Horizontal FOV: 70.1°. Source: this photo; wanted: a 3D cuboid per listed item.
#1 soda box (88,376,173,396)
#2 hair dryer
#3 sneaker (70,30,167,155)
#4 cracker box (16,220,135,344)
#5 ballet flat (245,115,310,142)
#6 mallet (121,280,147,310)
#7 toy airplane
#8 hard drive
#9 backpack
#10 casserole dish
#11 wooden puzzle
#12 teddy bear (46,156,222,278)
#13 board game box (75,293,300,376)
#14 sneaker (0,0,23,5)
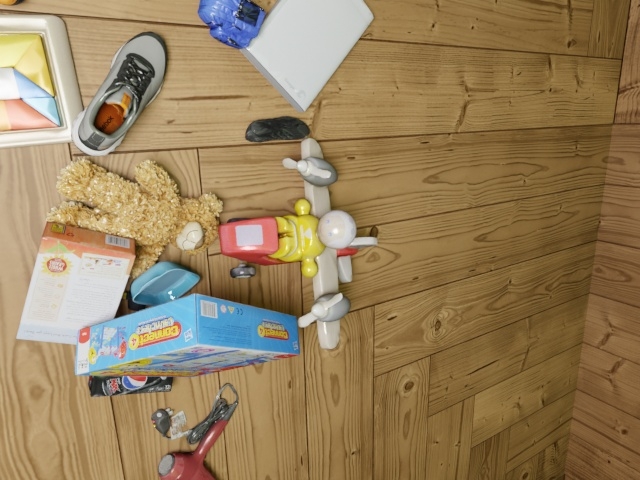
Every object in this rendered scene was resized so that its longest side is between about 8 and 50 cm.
[{"bbox_3d":[-0.418,0.305,1.013,0.169,0.060,0.053,7,97,-34],"label":"soda box"},{"bbox_3d":[-0.292,0.525,1.140,0.223,0.080,0.293,-11,108,-31],"label":"hair dryer"},{"bbox_3d":[-0.362,-0.280,0.862,0.100,0.108,0.271,33,71,-34],"label":"sneaker"},{"bbox_3d":[-0.467,0.091,0.875,0.156,0.067,0.232,15,113,-30],"label":"cracker box"},{"bbox_3d":[-0.101,-0.263,1.091,0.173,0.049,0.057,-9,80,-36],"label":"ballet flat"},{"bbox_3d":[-0.457,0.104,0.955,0.190,0.039,0.062,15,95,-31],"label":"mallet"},{"bbox_3d":[0.000,0.000,1.073,0.386,0.272,0.384,49,55,-18],"label":"toy airplane"},{"bbox_3d":[-0.023,-0.491,1.077,0.203,0.040,0.307,41,79,-33],"label":"hard drive"},{"bbox_3d":[-0.191,-0.461,0.941,0.120,0.098,0.101,17,96,-35],"label":"backpack"},{"bbox_3d":[-0.331,0.090,0.970,0.114,0.188,0.037,-37,75,-2],"label":"casserole dish"},{"bbox_3d":[-0.551,-0.273,0.790,0.239,0.044,0.221,-14,109,-29],"label":"wooden puzzle"},{"bbox_3d":[-0.364,-0.044,0.930,0.338,0.113,0.245,34,85,-34],"label":"teddy bear"},{"bbox_3d":[-0.249,0.203,0.904,0.308,0.302,0.086,27,50,-56],"label":"board game box"},{"bbox_3d":[-0.524,-0.516,0.726,0.121,0.099,0.262,4,92,-26],"label":"sneaker"}]
